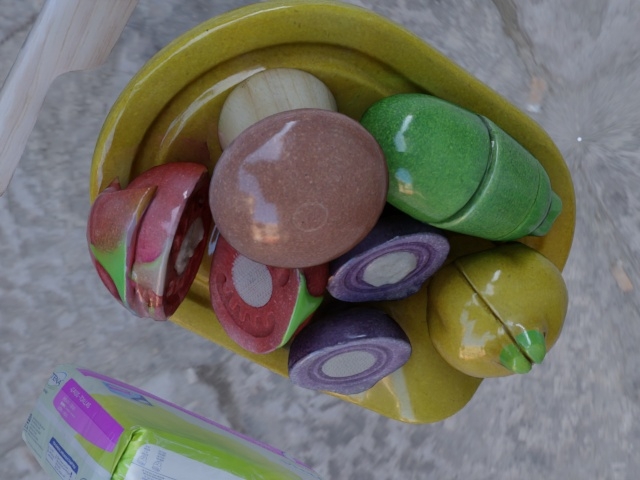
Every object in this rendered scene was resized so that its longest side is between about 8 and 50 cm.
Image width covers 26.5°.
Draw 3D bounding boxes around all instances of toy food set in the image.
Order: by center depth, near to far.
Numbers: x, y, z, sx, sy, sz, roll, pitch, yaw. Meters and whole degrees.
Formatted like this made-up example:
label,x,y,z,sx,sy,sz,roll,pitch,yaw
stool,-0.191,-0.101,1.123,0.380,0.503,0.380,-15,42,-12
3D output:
label,x,y,z,sx,sy,sz,roll,pitch,yaw
toy food set,0.000,0.000,0.421,0.218,0.071,0.128,28,112,-30

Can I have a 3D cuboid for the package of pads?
label,x,y,z,sx,sy,sz,roll,pitch,yaw
package of pads,-0.094,0.223,1.200,0.296,0.229,0.101,27,87,-28
